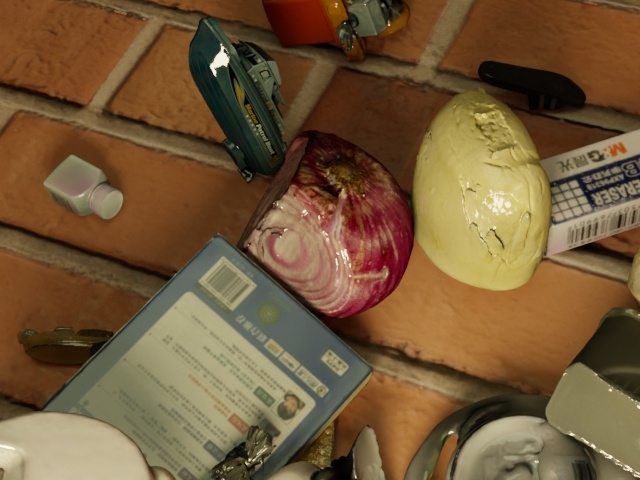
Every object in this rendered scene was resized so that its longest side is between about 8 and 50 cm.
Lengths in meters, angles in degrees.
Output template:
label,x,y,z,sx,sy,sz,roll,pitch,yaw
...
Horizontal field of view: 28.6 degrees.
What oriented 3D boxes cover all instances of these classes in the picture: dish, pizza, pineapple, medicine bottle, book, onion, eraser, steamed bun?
label,x,y,z,sx,sy,sz,roll,pitch,yaw
dish,0.252,0.314,1.559,0.324,0.124,0.324,-5,52,6
pizza,-0.007,0.262,1.703,0.123,0.026,0.108,30,68,28
pineapple,-0.114,0.307,1.588,0.074,0.074,0.159,23,64,25
medicine bottle,-0.376,-0.080,2.010,0.118,0.055,0.074,26,61,27
book,-0.175,0.230,1.668,0.300,0.039,0.428,41,72,11
onion,0.020,-0.016,1.800,0.230,0.272,0.256,27,65,-3
eraser,0.440,-0.083,1.848,0.287,0.086,0.130,-17,54,-6
steamed bun,0.214,-0.075,1.793,0.166,0.232,0.273,-14,51,-10

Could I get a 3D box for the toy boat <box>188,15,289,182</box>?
label,x,y,z,sx,sy,sz,roll,pitch,yaw
toy boat,-0.122,-0.230,1.927,0.122,0.296,0.114,-36,47,-12

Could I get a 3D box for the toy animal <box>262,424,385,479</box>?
label,x,y,z,sx,sy,sz,roll,pitch,yaw
toy animal,0.000,0.336,1.582,0.179,0.138,0.166,-17,63,9

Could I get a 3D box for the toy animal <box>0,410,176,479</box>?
label,x,y,z,sx,sy,sz,roll,pitch,yaw
toy animal,-0.321,0.372,1.480,0.241,0.367,0.196,11,38,-30

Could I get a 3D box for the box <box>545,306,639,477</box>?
label,x,y,z,sx,sy,sz,roll,pitch,yaw
box,0.425,0.216,1.546,0.274,0.138,0.178,31,33,22

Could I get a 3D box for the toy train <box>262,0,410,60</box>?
label,x,y,z,sx,sy,sz,roll,pitch,yaw
toy train,0.035,-0.462,2.169,0.232,0.163,0.369,-2,53,19

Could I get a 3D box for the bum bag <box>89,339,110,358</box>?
label,x,y,z,sx,sy,sz,roll,pitch,yaw
bum bag,-0.272,0.256,1.724,0.137,0.074,0.310,7,60,0

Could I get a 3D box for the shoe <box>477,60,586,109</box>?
label,x,y,z,sx,sy,sz,roll,pitch,yaw
shoe,0.334,-0.241,2.011,0.179,0.049,0.071,12,41,-8

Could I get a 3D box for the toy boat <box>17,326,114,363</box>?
label,x,y,z,sx,sy,sz,roll,pitch,yaw
toy boat,-0.374,0.152,1.841,0.149,0.047,0.049,1,40,8

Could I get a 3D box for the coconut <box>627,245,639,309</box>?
label,x,y,z,sx,sy,sz,roll,pitch,yaw
coconut,0.525,0.075,1.653,0.202,0.222,0.202,-30,14,9
